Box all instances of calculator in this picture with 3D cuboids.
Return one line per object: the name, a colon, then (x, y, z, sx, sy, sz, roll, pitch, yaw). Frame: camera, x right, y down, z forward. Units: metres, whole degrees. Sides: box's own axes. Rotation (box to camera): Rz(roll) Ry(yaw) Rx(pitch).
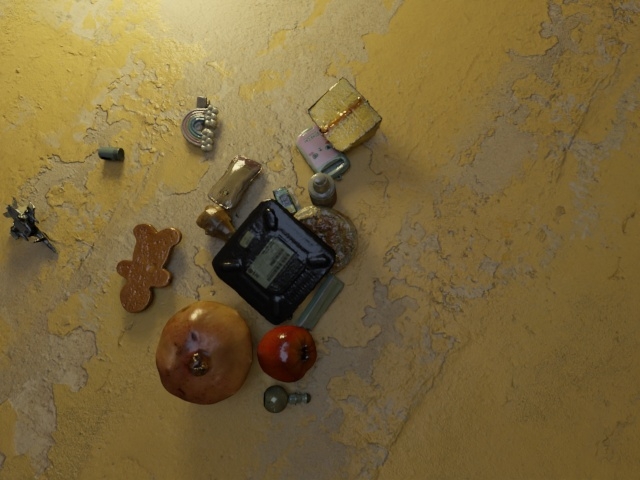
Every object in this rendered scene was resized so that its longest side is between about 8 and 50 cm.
calculator: (0.010, -0.331, 1.707, 0.141, 0.045, 0.246, -33, 80, -2)

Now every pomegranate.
pomegranate: (-0.382, 0.370, 1.461, 0.338, 0.338, 0.338, -1, 79, 4)

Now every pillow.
pillow: (-0.328, -0.227, 1.697, 0.130, 0.038, 0.233, 29, 70, 13)

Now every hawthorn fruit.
hawthorn fruit: (-0.135, 0.383, 1.526, 0.225, 0.196, 0.197, -4, 77, 33)

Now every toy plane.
toy plane: (-1.111, -0.041, 1.705, 0.262, 0.088, 0.192, 47, 113, 8)

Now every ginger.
ginger: (-0.353, -0.007, 1.654, 0.131, 0.086, 0.294, -28, 83, -24)

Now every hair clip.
hair clip: (-0.480, -0.466, 1.767, 0.140, 0.054, 0.220, 9, 84, -1)

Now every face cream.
face cream: (0.005, -0.184, 1.573, 0.101, 0.252, 0.101, -1, 79, 3)

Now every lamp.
lamp: (-0.114, 0.546, 1.537, 0.163, 0.091, 0.091, 1, 79, -12)

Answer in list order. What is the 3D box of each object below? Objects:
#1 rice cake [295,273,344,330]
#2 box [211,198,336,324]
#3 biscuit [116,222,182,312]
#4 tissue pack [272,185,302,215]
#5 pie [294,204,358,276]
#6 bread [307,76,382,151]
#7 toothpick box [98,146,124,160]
rice cake: (0.000, 0.227, 1.590, 0.042, 0.080, 0.222, 28, 80, 45)
box: (-0.166, 0.080, 1.567, 0.350, 0.091, 0.359, 40, 98, 1)
biscuit: (-0.651, 0.105, 1.668, 0.216, 0.047, 0.340, 11, 82, 8)
tissue pack: (-0.121, -0.139, 1.659, 0.079, 0.085, 0.111, -23, 78, -2)
pie: (0.000, 0.000, 1.609, 0.274, 0.055, 0.274, 1, 95, 9)
bread: (0.082, -0.460, 1.660, 0.178, 0.135, 0.240, -36, 81, -22)
toothpick box: (-0.828, -0.344, 1.761, 0.083, 0.052, 0.052, 4, 80, 6)
